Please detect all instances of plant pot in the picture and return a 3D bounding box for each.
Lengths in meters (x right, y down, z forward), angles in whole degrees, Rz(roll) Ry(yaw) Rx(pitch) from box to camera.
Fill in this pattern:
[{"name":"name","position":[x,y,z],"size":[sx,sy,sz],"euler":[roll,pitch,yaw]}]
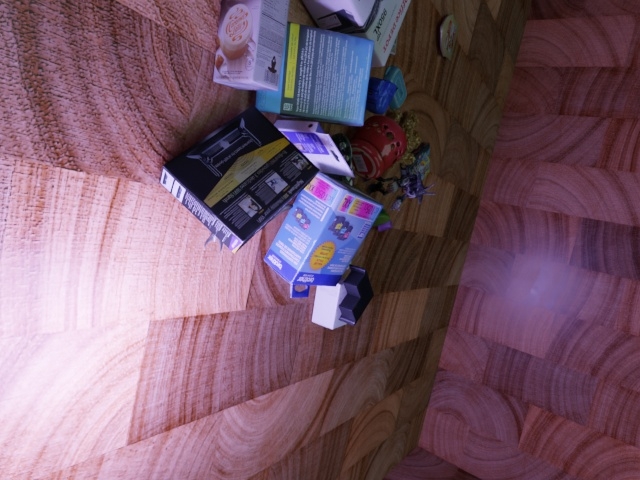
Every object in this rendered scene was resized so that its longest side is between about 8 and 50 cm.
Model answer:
[{"name":"plant pot","position":[0.195,-0.331,1.544],"size":[0.174,0.191,0.191],"euler":[-50,140,-28]}]

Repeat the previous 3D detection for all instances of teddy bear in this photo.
[{"name":"teddy bear","position":[0.349,-0.430,1.798],"size":[0.338,0.113,0.244],"euler":[-21,118,-51]}]

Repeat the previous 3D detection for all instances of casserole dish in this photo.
[{"name":"casserole dish","position":[0.308,-0.620,1.726],"size":[0.114,0.037,0.188],"euler":[-59,145,-20]}]

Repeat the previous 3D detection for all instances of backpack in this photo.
[{"name":"backpack","position":[0.205,-0.534,1.562],"size":[0.101,0.098,0.120],"euler":[5,112,-47]}]

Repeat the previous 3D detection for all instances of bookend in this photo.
[{"name":"bookend","position":[0.117,0.202,1.564],"size":[0.157,0.072,0.156],"euler":[-52,140,-30]}]

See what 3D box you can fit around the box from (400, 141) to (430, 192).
[{"name":"box","position":[0.463,-0.354,2.051],"size":[0.233,0.044,0.159],"euler":[-43,136,-38]}]

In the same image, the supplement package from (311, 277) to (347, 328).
[{"name":"supplement package","position":[0.047,0.236,1.638],"size":[0.105,0.105,0.179],"euler":[-4,105,-56]}]

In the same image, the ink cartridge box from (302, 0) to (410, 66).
[{"name":"ink cartridge box","position":[0.102,-0.757,1.251],"size":[0.395,0.166,0.285],"euler":[37,73,-55]}]

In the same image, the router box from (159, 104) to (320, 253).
[{"name":"router box","position":[-0.186,-0.158,1.032],"size":[0.309,0.243,0.081],"euler":[-47,-177,-34]}]

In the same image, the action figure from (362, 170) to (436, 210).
[{"name":"action figure","position":[0.307,-0.200,1.680],"size":[0.141,0.276,0.164],"euler":[-53,141,-30]}]

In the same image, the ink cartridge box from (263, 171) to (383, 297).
[{"name":"ink cartridge box","position":[0.000,0.000,1.374],"size":[0.270,0.151,0.395],"euler":[11,114,-55]}]

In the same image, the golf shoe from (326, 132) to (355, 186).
[{"name":"golf shoe","position":[0.071,-0.256,1.497],"size":[0.120,0.105,0.272],"euler":[-57,152,-50]}]

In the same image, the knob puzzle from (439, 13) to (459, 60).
[{"name":"knob puzzle","position":[0.594,-0.969,2.000],"size":[0.213,0.030,0.213],"euler":[-28,126,-47]}]

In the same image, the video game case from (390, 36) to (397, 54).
[{"name":"video game case","position":[0.248,-0.784,1.587],"size":[0.157,0.019,0.143],"euler":[-17,118,-53]}]

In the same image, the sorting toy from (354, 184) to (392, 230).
[{"name":"sorting toy","position":[0.205,-0.136,1.749],"size":[0.366,0.127,0.126],"euler":[20,57,-59]}]

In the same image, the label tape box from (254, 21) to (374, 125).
[{"name":"label tape box","position":[-0.028,-0.467,1.205],"size":[0.334,0.106,0.240],"euler":[1,105,-24]}]

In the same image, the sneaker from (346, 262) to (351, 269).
[{"name":"sneaker","position":[0.102,0.107,1.731],"size":[0.083,0.032,0.036],"euler":[-29,126,-46]}]

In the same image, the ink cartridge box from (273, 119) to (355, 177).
[{"name":"ink cartridge box","position":[-0.011,-0.270,1.251],"size":[0.045,0.208,0.206],"euler":[-63,145,-16]}]

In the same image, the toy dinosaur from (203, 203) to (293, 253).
[{"name":"toy dinosaur","position":[-0.206,-0.079,1.163],"size":[0.314,0.121,0.160],"euler":[-13,126,-58]}]

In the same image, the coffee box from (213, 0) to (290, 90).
[{"name":"coffee box","position":[-0.163,-0.492,1.003],"size":[0.098,0.141,0.246],"euler":[-5,106,-54]}]
